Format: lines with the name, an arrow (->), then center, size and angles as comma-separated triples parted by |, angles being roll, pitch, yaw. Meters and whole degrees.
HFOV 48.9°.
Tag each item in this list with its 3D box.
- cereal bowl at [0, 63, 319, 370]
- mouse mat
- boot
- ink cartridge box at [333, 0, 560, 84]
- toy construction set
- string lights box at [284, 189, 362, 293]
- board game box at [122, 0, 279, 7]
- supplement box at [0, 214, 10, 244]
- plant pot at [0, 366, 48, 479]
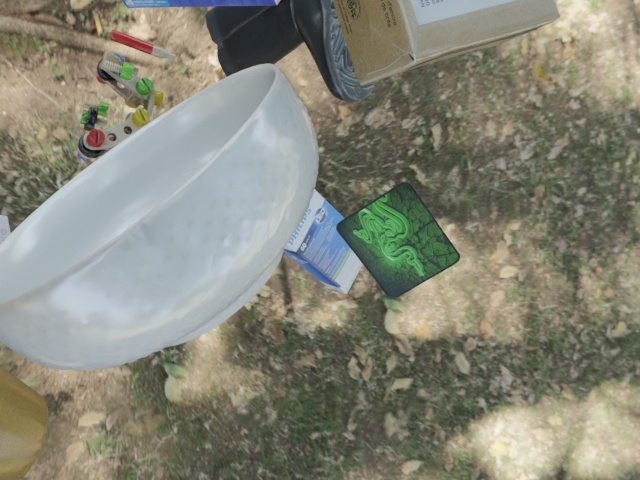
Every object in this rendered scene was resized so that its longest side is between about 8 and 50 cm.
cereal bowl -> -0.138, -0.007, 0.641 | 0.339, 0.339, 0.141 | -40, 114, -13
mouse mat -> 0.138, 0.004, 1.232 | 0.152, 0.007, 0.190 | -32, 112, 15
boot -> -0.085, -0.450, 1.657 | 0.146, 0.445, 0.367 | -6, 86, -44
ink cartridge box -> 0.092, -0.278, 0.619 | 0.193, 0.088, 0.235 | -24, 100, -29
toy construction set -> -0.401, -0.305, 1.606 | 0.237, 0.309, 0.258 | 15, 45, -24
string lights box -> 0.000, 0.000, 1.556 | 0.259, 0.076, 0.133 | 42, 73, -46
board game box -> -0.242, -0.491, 1.045 | 0.066, 0.318, 0.318 | -66, 148, -25
supplement box -> -0.683, 0.060, 1.399 | 0.111, 0.114, 0.220 | 14, 50, -52
plant pot -> -0.487, 0.221, 0.883 | 0.254, 0.237, 0.237 | 27, 82, -40
